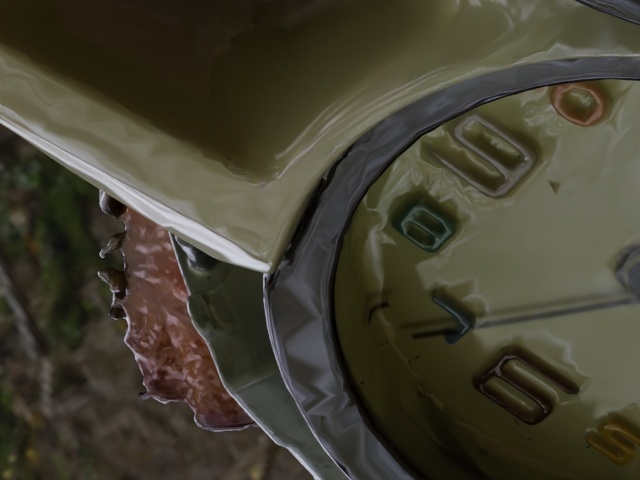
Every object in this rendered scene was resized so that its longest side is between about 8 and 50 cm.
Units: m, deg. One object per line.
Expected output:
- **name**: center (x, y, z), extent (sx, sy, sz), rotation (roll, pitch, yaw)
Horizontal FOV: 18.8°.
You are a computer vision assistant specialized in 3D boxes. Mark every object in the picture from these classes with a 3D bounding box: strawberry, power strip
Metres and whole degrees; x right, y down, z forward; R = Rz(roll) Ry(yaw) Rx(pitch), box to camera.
- **strawberry**: center (-0.010, -0.015, 1.274), extent (0.150, 0.280, 0.253), rotation (-52, -50, -50)
- **power strip**: center (0.006, 0.045, 0.584), extent (0.227, 0.029, 0.080), rotation (52, -168, -53)

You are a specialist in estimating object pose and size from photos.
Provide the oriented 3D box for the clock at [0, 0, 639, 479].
- **clock**: center (0.023, -0.077, 0.389), extent (0.379, 0.276, 0.120), rotation (35, -142, -14)
